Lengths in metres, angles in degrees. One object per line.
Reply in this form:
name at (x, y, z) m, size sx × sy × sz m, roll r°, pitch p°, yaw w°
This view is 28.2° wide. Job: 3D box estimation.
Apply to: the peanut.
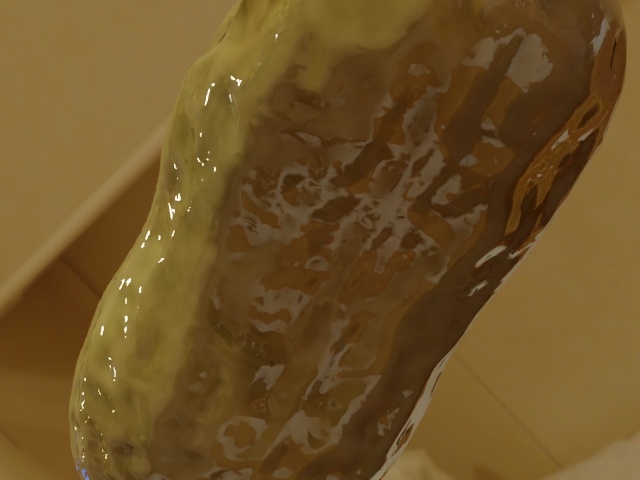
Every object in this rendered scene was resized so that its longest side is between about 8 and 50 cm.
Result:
peanut at (0.003, -0.006, 0.484) m, size 0.291 × 0.143 × 0.159 m, roll -63°, pitch -1°, yaw 26°
